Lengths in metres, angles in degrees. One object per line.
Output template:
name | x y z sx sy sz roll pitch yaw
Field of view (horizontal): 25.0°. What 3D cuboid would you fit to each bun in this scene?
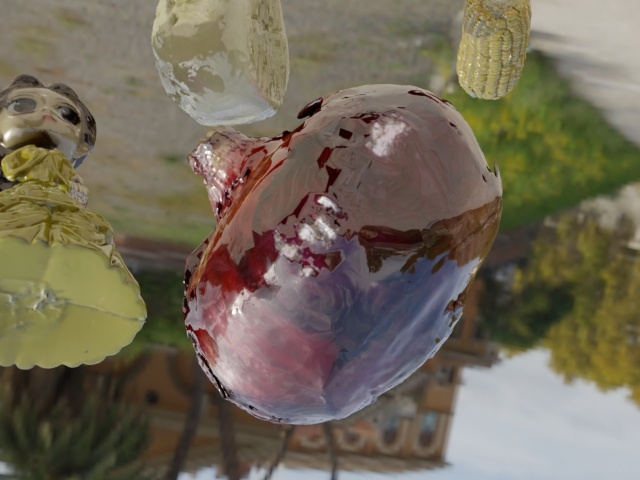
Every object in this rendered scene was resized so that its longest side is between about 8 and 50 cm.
bun | -0.109 -0.214 1.497 0.128 0.193 0.178 -5 178 15

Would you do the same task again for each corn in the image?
corn | -0.323 -0.058 1.734 0.080 0.079 0.237 11 178 -5
corn | 0.193 -0.223 1.602 0.080 0.080 0.238 11 163 4

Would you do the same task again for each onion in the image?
onion | 0.000 0.000 0.979 0.219 0.252 0.252 34 -174 4

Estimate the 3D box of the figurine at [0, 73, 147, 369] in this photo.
figurine | -0.268 -0.046 1.355 0.187 0.168 0.315 -9 -137 -2
